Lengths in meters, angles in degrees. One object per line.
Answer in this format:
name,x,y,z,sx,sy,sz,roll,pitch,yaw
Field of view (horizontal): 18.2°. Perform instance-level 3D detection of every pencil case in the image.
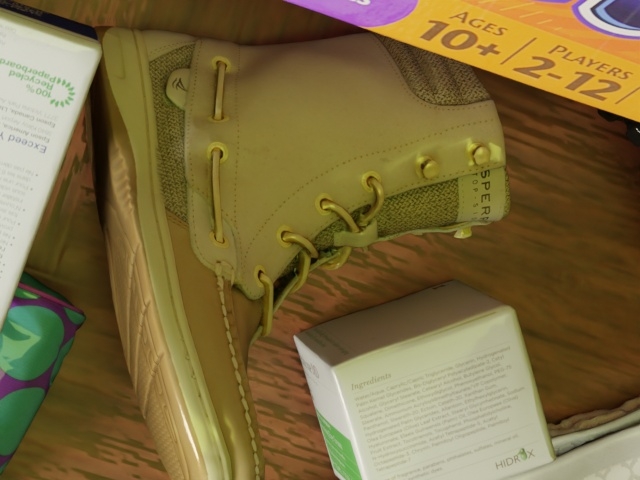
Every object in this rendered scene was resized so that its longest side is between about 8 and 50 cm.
pencil case,-0.182,0.084,1.006,0.070,0.064,0.152,31,89,-39

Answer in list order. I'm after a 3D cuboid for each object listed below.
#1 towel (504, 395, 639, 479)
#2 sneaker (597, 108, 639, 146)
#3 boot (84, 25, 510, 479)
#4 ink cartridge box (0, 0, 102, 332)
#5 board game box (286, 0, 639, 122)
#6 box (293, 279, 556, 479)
towel,0.110,0.267,1.099,0.331,0.053,0.317,-17,100,-9
sneaker,0.204,-0.118,1.052,0.146,0.134,0.343,-39,100,-31
boot,0.000,0.000,0.973,0.203,0.095,0.262,-5,55,-15
ink cartridge box,-0.240,-0.027,0.916,0.223,0.045,0.224,19,103,-15
board game box,0.203,-0.280,0.808,0.356,0.356,0.356,16,63,-23
box,0.052,0.080,1.037,0.102,0.101,0.087,-17,100,-9
